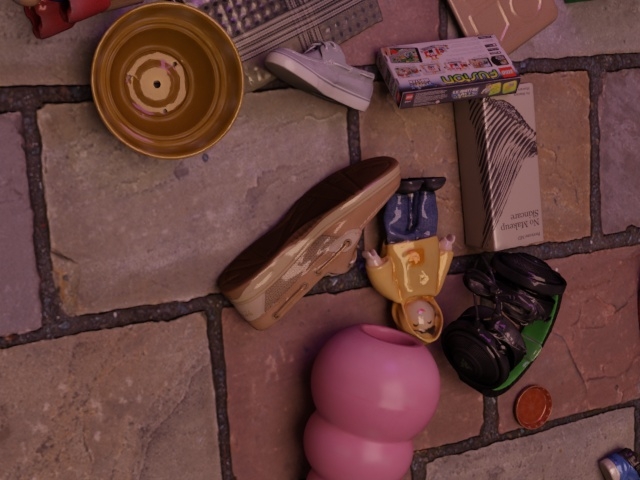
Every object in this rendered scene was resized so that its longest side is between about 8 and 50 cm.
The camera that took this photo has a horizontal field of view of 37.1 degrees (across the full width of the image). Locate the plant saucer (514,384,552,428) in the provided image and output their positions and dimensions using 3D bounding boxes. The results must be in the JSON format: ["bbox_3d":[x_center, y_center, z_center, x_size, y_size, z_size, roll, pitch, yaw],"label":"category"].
[{"bbox_3d":[0.395,0.310,1.774,0.083,0.013,0.083,-3,97,-25],"label":"plant saucer"}]

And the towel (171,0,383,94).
[{"bbox_3d":[-0.084,-0.410,1.434,0.324,0.056,0.312,-31,112,-22],"label":"towel"}]

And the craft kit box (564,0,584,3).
[{"bbox_3d":[0.589,-0.474,1.636,0.247,0.250,0.061,-20,106,-22],"label":"craft kit box"}]

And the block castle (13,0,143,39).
[{"bbox_3d":[-0.347,-0.485,1.147,0.213,0.303,0.453,-20,104,-22],"label":"block castle"}]

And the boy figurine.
[{"bbox_3d":[0.147,0.037,1.576,0.177,0.092,0.285,-3,96,-29],"label":"boy figurine"}]

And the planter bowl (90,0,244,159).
[{"bbox_3d":[-0.224,-0.224,1.356,0.217,0.090,0.217,-3,97,-22],"label":"planter bowl"}]

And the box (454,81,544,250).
[{"bbox_3d":[0.304,-0.127,1.628,0.113,0.094,0.275,-13,102,-23],"label":"box"}]

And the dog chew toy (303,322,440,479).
[{"bbox_3d":[0.066,0.305,1.518,0.207,0.206,0.331,10,100,-27],"label":"dog chew toy"}]

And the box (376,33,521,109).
[{"bbox_3d":[0.205,-0.274,1.536,0.207,0.114,0.036,-9,143,-15],"label":"box"}]

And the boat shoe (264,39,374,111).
[{"bbox_3d":[0.003,-0.262,1.447,0.227,0.079,0.081,16,93,-51],"label":"boat shoe"}]

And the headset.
[{"bbox_3d":[0.319,0.136,1.558,0.243,0.185,0.394,-56,146,-6],"label":"headset"}]

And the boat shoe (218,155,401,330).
[{"bbox_3d":[0.000,0.000,1.490,0.341,0.121,0.110,-39,116,-6],"label":"boat shoe"}]

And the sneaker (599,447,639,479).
[{"bbox_3d":[0.613,0.480,1.878,0.085,0.058,0.152,-27,101,-12],"label":"sneaker"}]

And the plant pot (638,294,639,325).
[{"bbox_3d":[0.808,0.131,1.829,0.265,0.272,0.272,-15,103,-32],"label":"plant pot"}]

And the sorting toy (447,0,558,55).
[{"bbox_3d":[0.299,-0.421,1.624,0.193,0.038,0.208,-37,115,-17],"label":"sorting toy"}]
